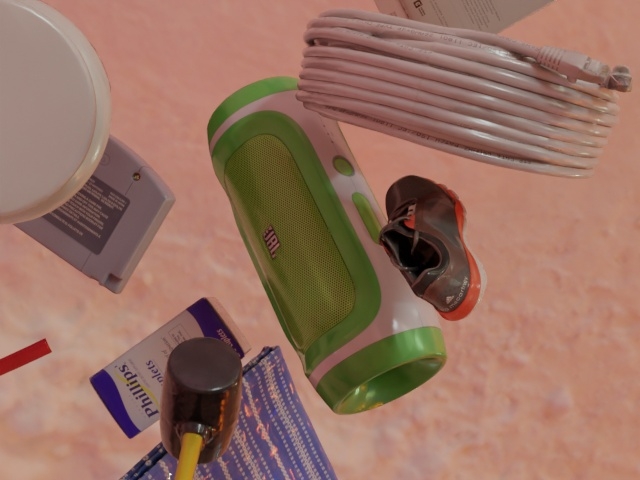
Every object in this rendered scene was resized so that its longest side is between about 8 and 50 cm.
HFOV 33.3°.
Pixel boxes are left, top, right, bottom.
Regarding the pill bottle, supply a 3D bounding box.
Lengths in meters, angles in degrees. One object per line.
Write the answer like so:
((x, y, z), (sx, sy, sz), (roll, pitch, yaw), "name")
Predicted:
((-0.324, -0.132, 1.075), (0.224, 0.392, 0.224), (-1, 97, -13), "pill bottle")

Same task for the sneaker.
((0.074, -0.008, 0.808), (0.065, 0.158, 0.061), (25, 114, -30), "sneaker")

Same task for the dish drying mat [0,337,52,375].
((-0.395, 0.155, 1.403), (0.083, 0.008, 0.032), (-25, 146, -14), "dish drying mat")

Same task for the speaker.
((0.000, 0.000, 0.958), (0.131, 0.296, 0.131), (-22, 157, -10), "speaker")

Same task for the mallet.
((-0.064, 0.119, 0.460), (0.039, 0.189, 0.062), (10, 124, -2), "mallet")

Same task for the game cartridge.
((-0.371, -0.077, 1.631), (0.198, 0.297, 0.062), (-57, 164, 1), "game cartridge")

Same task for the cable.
((0.108, -0.117, 0.856), (0.257, 0.257, 0.089), (14, 98, 10), "cable")

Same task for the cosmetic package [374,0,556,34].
((0.284, -0.421, 1.700), (0.366, 0.197, 0.155), (-28, 99, -1), "cosmetic package")

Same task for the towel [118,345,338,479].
((-0.109, 0.308, 1.220), (0.336, 0.040, 0.243), (-42, 120, -38), "towel")

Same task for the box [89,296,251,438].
((-0.144, 0.121, 1.055), (0.137, 0.072, 0.126), (-36, 178, -3), "box")
